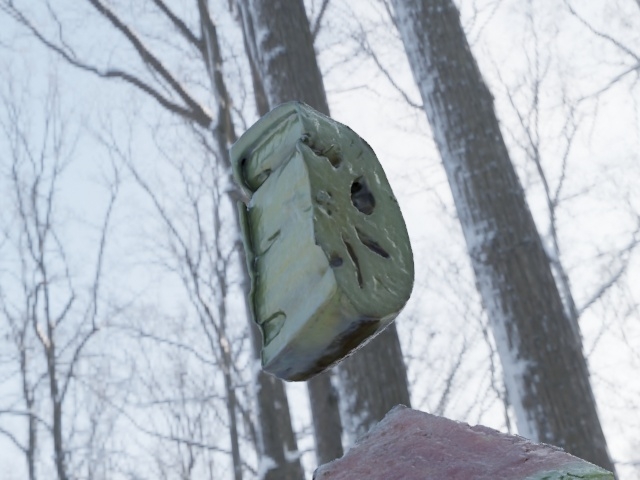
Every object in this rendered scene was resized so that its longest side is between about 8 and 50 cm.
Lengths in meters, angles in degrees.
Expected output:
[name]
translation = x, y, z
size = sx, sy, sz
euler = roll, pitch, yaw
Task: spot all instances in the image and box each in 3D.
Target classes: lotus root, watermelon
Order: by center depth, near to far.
[lotus root]
translation = 0.000, 0.000, 0.902
size = 0.138, 0.234, 0.119
euler = 9, -32, -44
[watermelon]
translation = 0.116, 0.261, 0.980
size = 0.310, 0.193, 0.232
euler = -28, -4, 0
